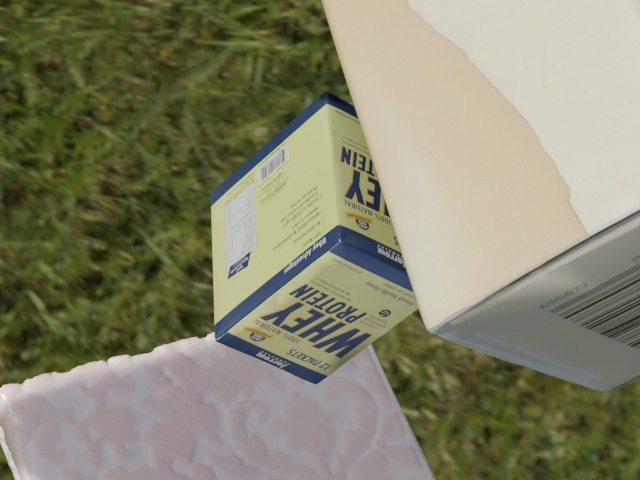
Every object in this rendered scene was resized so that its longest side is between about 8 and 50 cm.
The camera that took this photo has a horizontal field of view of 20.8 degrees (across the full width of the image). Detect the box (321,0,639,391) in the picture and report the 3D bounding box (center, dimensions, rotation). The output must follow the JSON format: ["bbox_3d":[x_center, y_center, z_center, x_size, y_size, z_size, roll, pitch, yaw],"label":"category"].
[{"bbox_3d":[0.082,-0.112,0.693,0.121,0.311,0.148,-31,149,27],"label":"box"}]

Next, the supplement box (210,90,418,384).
[{"bbox_3d":[0.000,0.000,0.736,0.056,0.083,0.083,26,132,-31],"label":"supplement box"}]

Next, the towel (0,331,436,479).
[{"bbox_3d":[-0.053,0.218,1.290,0.331,0.053,0.317,-11,67,-34],"label":"towel"}]
